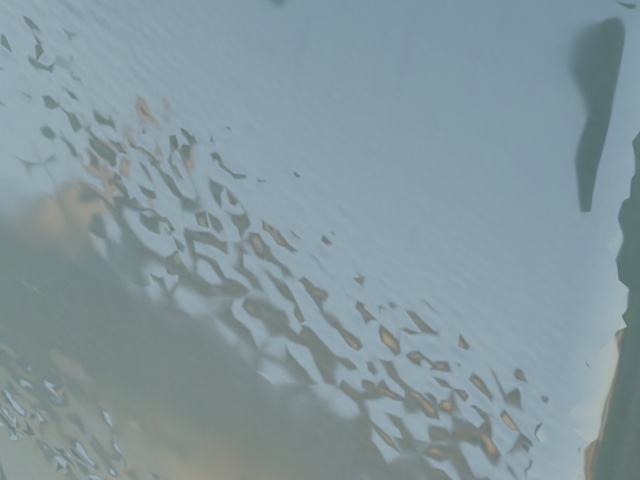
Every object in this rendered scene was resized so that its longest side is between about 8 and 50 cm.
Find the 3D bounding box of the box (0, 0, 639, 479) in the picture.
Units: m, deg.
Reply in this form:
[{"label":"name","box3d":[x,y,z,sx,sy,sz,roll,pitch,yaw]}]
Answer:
[{"label":"box","box3d":[0.000,0.000,0.694,0.352,0.177,0.344,27,124,29]}]
